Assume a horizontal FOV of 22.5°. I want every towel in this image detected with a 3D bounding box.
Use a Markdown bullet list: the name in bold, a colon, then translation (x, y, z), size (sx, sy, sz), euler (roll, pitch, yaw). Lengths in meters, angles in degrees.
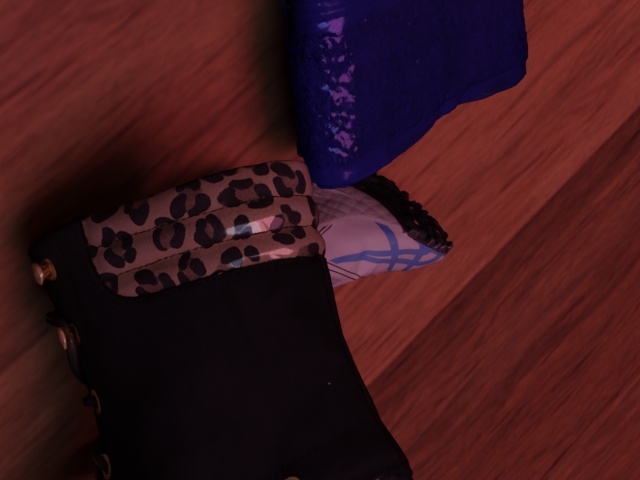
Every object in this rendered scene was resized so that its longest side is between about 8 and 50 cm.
- **towel**: translation (0.044, -0.213, 1.058), size (0.227, 0.076, 0.308), euler (-33, 127, -40)

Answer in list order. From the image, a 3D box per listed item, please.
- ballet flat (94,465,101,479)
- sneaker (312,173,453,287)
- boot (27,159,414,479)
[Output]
- **ballet flat**: translation (-0.070, 0.130, 1.093), size (0.188, 0.070, 0.070), euler (-32, 127, -27)
- **sneaker**: translation (0.000, 0.000, 1.103), size (0.237, 0.085, 0.086), euler (0, 133, -48)
- **boot**: translation (-0.113, 0.138, 0.953), size (0.138, 0.377, 0.284), euler (2, 69, -58)
